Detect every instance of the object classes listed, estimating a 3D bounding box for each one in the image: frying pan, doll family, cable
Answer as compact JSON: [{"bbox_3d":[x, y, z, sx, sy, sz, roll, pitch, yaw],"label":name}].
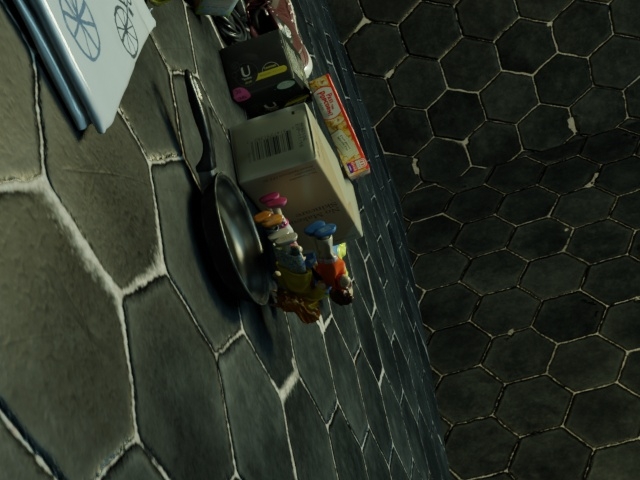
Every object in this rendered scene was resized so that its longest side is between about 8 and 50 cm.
[{"bbox_3d":[-0.141,-0.049,1.249,0.197,0.053,0.326,-95,164,-56],"label":"frying pan"},{"bbox_3d":[-0.051,0.042,1.430,0.263,0.118,0.163,34,-33,57],"label":"doll family"},{"bbox_3d":[-0.186,-0.463,1.734,0.150,0.047,0.184,-82,158,-56],"label":"cable"}]

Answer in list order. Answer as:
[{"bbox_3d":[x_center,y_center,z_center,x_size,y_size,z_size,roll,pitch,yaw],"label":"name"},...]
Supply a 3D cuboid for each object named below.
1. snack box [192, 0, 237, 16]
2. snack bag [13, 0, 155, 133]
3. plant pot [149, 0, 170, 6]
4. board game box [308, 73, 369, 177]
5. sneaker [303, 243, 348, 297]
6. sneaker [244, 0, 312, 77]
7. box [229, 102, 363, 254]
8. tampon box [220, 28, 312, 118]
[{"bbox_3d":[-0.162,-0.504,1.521,0.207,0.070,0.174,-44,-126,54],"label":"snack box"},{"bbox_3d":[-0.283,-0.322,0.997,0.342,0.037,0.323,-90,161,-57],"label":"snack bag"},{"bbox_3d":[-0.200,-0.499,1.303,0.187,0.212,0.212,-115,180,-52],"label":"plant pot"},{"bbox_3d":[0.037,-0.212,1.755,0.147,0.045,0.193,-22,88,-86],"label":"board game box"},{"bbox_3d":[0.000,0.000,1.814,0.126,0.091,0.240,-28,102,-79],"label":"sneaker"},{"bbox_3d":[-0.110,-0.461,1.862,0.281,0.106,0.162,62,9,22],"label":"sneaker"},{"bbox_3d":[-0.036,-0.100,1.640,0.311,0.148,0.121,52,23,-60],"label":"box"},{"bbox_3d":[-0.098,-0.307,1.710,0.161,0.121,0.101,27,47,-76],"label":"tampon box"}]
